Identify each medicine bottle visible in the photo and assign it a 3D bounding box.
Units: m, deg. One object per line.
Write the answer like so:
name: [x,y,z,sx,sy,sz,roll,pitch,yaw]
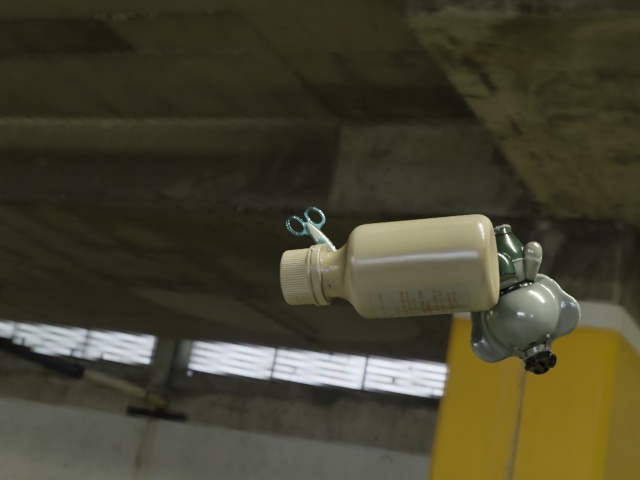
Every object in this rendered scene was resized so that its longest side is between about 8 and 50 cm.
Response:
medicine bottle: [0.080,0.035,1.409,0.252,0.114,0.114,-5,-19,13]

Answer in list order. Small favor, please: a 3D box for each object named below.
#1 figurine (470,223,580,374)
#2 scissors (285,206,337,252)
figurine: [0.246,0.078,1.513,0.147,0.192,0.126,-23,-16,16]
scissors: [0.000,0.000,1.695,0.058,0.119,0.014,-26,-33,-19]
